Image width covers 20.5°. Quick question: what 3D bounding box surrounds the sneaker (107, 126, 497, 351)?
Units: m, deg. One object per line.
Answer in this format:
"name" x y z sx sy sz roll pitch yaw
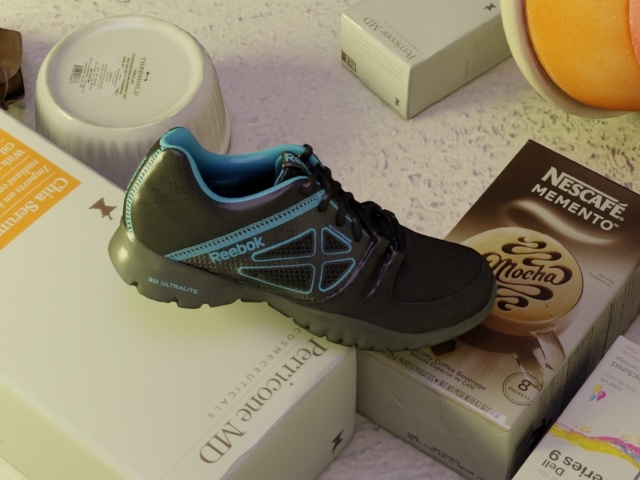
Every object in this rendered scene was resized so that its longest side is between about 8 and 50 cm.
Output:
"sneaker" 0.000 0.000 1.493 0.340 0.140 0.125 9 30 -17

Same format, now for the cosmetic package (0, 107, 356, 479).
"cosmetic package" -0.210 0.092 1.601 0.453 0.161 0.230 32 58 23

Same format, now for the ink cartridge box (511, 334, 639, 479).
"ink cartridge box" 0.270 0.211 1.545 0.154 0.093 0.212 30 59 22

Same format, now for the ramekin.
"ramekin" -0.196 -0.137 1.816 0.207 0.109 0.207 0 52 0

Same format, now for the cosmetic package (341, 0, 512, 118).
"cosmetic package" 0.144 -0.240 1.913 0.231 0.085 0.117 -33 58 -25

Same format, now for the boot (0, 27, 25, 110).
"boot" -0.359 -0.158 1.797 0.115 0.112 0.305 4 28 -8

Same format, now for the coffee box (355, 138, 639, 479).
"coffee box" 0.181 0.066 1.643 0.168 0.119 0.297 28 57 22

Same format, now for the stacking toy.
"stacking toy" 0.434 -0.225 1.653 0.350 0.351 0.480 -33 38 -23
